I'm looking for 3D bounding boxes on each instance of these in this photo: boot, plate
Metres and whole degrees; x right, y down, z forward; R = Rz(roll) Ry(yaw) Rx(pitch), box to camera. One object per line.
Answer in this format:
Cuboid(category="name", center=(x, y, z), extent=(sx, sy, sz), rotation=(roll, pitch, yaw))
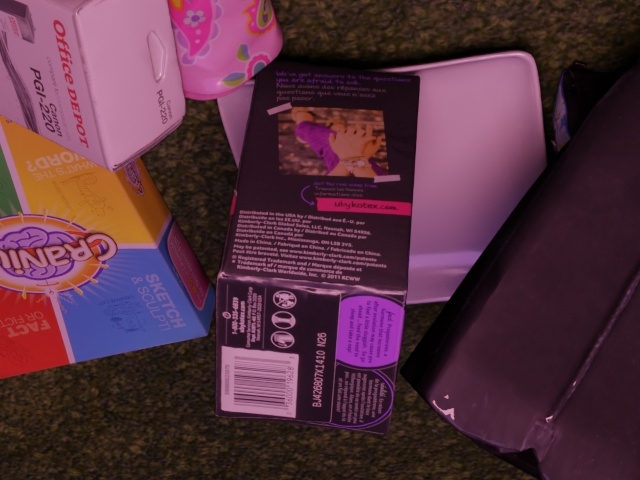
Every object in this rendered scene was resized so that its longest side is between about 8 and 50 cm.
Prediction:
Cuboid(category="boot", center=(0.328, 0.034, 1.286), extent=(0.367, 0.445, 0.146), rotation=(34, 172, 0))
Cuboid(category="plate", center=(0.071, -0.054, 1.502), extent=(0.277, 0.045, 0.278), rotation=(-6, 130, 11))

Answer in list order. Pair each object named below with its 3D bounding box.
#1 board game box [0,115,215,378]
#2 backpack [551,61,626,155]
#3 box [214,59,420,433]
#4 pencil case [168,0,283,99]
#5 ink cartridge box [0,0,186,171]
Cuboid(category="board game box", center=(-0.269, -0.017, 1.563), extent=(0.242, 0.064, 0.316), rotation=(-13, 129, 18))
Cuboid(category="backpack", center=(0.247, -0.083, 1.407), extent=(0.105, 0.114, 0.084), rotation=(7, 132, 0))
Cuboid(category="box", center=(0.000, 0.000, 1.346), extent=(0.143, 0.270, 0.165), rotation=(6, 132, 1))
Cuboid(category="pencil case", center=(-0.105, -0.250, 1.305), extent=(0.124, 0.124, 0.284), rotation=(-4, 132, 10))
Cuboid(category="ink cartridge box", center=(-0.222, -0.171, 1.333), extent=(0.218, 0.092, 0.159), rotation=(25, 140, 31))
